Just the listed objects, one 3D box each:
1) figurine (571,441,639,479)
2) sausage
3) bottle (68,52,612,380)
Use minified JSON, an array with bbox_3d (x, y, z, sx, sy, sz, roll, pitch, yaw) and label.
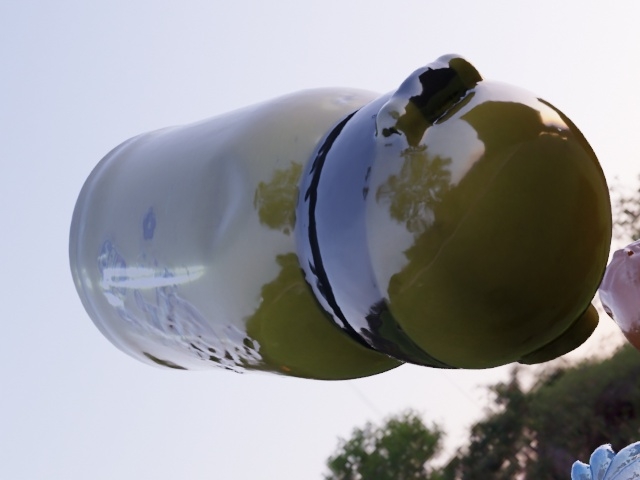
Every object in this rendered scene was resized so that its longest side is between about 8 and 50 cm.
[{"bbox_3d":[0.273,0.217,0.812,0.114,0.114,0.079,-43,-26,-10],"label":"figurine"},{"bbox_3d":[0.383,0.078,0.929,0.258,0.133,0.133,21,-61,-20],"label":"sausage"},{"bbox_3d":[0.000,0.000,0.553,0.171,0.171,0.351,-33,17,-32],"label":"bottle"}]
